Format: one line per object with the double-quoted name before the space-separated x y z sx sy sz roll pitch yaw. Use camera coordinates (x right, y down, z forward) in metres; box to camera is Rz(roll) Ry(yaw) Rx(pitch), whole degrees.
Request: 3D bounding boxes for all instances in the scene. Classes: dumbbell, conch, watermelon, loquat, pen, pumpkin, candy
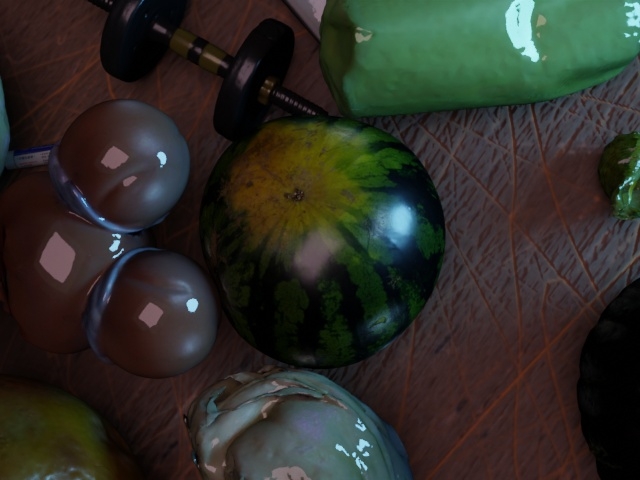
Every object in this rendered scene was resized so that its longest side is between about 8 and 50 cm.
"dumbbell" -0.135 -0.210 1.180 0.325 0.143 0.143 29 91 8
"conch" 0.345 -0.066 1.148 0.089 0.074 0.121 15 50 7
"watermelon" 0.000 -0.004 1.103 0.269 0.269 0.269 0 88 7
"loquat" -0.334 0.302 1.101 0.328 0.328 0.328 0 88 7
"pen" -0.335 -0.102 1.261 0.204 0.025 0.025 -8 87 7
"pumpkin" 0.404 0.154 1.035 0.296 0.296 0.295 0 88 7
"candy" 0.167 -0.215 1.121 0.344 0.132 0.142 -9 67 -9

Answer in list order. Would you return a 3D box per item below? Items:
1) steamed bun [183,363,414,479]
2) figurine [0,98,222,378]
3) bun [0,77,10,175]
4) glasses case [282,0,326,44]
"steamed bun" -0.005 0.264 1.095 0.207 0.280 0.268 -18 52 -7
"figurine" -0.315 0.025 1.038 0.388 0.248 0.276 -12 92 -23
"bun" -0.519 -0.129 1.188 0.361 0.213 0.361 -4 65 8
"glasses case" 0.017 -0.271 1.206 0.092 0.059 0.233 -41 85 0
